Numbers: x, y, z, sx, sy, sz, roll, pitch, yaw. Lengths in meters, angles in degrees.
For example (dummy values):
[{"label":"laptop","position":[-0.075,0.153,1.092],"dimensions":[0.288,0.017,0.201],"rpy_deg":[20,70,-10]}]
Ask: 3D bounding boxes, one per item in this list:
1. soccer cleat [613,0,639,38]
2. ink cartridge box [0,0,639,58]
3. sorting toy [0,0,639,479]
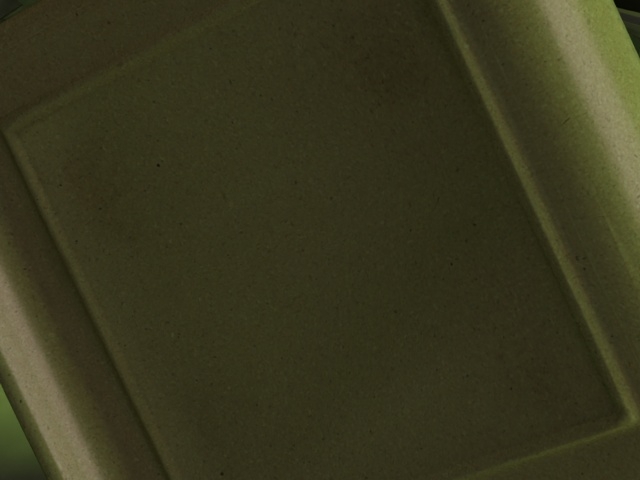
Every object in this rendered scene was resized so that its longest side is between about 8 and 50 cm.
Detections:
[{"label":"soccer cleat","position":[0.128,-0.083,0.444],"dimensions":[0.318,0.116,0.109],"rpy_deg":[34,78,-17]},{"label":"ink cartridge box","position":[0.061,-0.093,0.627],"dimensions":[0.309,0.272,0.130],"rpy_deg":[23,80,-20]},{"label":"sorting toy","position":[0.000,0.000,0.444],"dimensions":[0.348,0.196,0.047],"rpy_deg":[65,26,-4]}]
